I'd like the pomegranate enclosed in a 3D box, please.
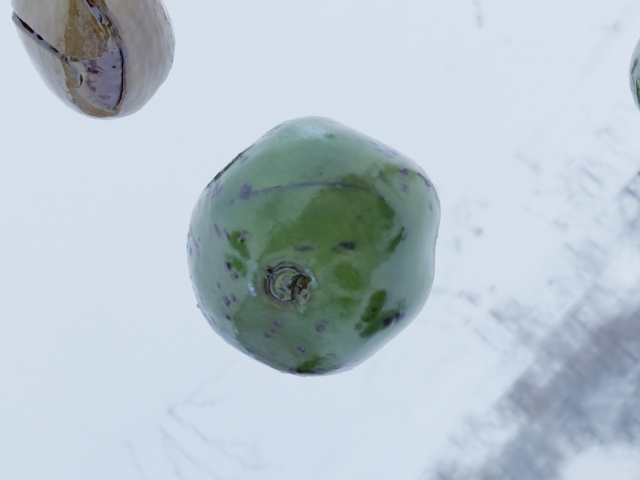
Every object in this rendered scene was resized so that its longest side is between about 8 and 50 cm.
[{"bbox_3d":[0.000,0.000,1.499,0.254,0.254,0.270,-52,174,26],"label":"pomegranate"}]

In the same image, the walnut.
[{"bbox_3d":[-0.306,-0.294,2.049,0.203,0.203,0.298,-43,139,-21],"label":"walnut"}]

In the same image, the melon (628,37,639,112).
[{"bbox_3d":[0.304,-0.136,1.128,0.167,0.114,0.114,-24,-175,37],"label":"melon"}]
